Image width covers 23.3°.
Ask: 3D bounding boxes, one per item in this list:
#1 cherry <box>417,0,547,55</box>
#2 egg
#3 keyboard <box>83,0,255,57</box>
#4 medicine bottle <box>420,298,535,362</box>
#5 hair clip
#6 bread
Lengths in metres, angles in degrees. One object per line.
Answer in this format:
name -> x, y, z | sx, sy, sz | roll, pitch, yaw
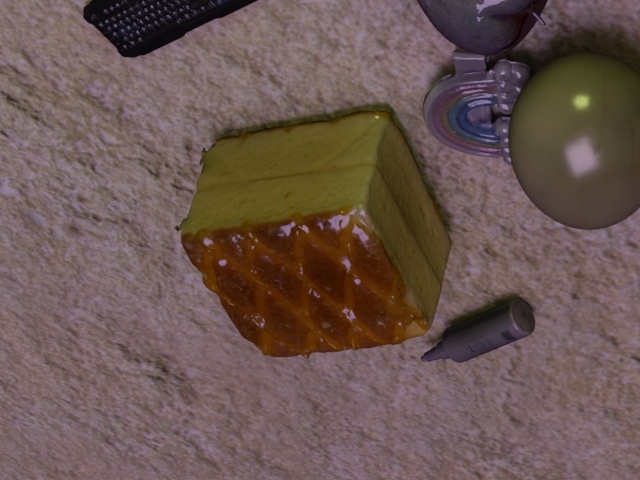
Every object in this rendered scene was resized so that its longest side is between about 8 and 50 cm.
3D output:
cherry -> 0.179, -0.292, 1.719 | 0.176, 0.140, 0.176 | 22, 132, 27
egg -> 0.316, -0.113, 1.837 | 0.186, 0.186, 0.242 | 3, 139, 16
keyboard -> -0.179, -0.299, 1.921 | 0.262, 0.016, 0.106 | -20, 128, 35
medicine bottle -> 0.220, 0.142, 2.265 | 0.057, 0.058, 0.199 | 39, 135, -25
hair clip -> 0.195, -0.173, 1.923 | 0.140, 0.054, 0.220 | -1, 141, 10
bread -> 0.000, 0.000, 2.058 | 0.279, 0.207, 0.279 | -6, 134, 24
